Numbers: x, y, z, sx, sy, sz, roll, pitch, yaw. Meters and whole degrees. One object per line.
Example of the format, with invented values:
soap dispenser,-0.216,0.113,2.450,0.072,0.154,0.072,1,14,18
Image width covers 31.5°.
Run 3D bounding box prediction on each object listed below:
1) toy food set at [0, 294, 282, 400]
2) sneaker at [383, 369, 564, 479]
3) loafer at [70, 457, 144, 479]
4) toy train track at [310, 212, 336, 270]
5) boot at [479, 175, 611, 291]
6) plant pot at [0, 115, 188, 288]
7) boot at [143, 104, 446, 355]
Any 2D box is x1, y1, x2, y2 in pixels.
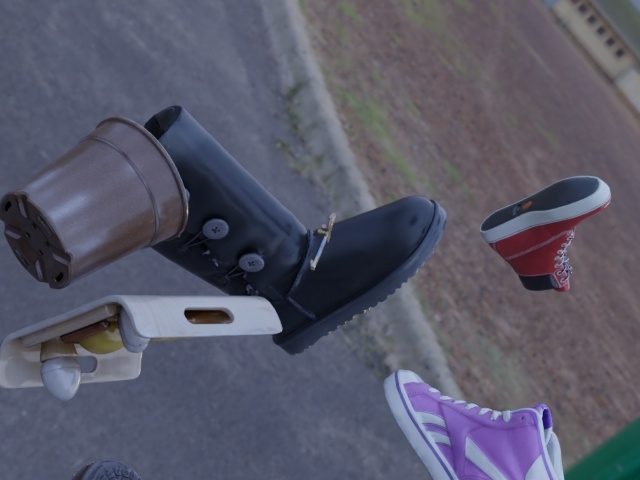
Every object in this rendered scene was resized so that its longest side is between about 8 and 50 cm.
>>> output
toy food set,-0.225,0.134,1.387,0.219,0.306,0.092,3,74,-46
sneaker,0.193,0.228,1.366,0.102,0.161,0.282,47,6,-43
loafer,-0.305,0.458,1.632,0.134,0.130,0.366,-49,139,-45
toy train track,0.000,0.000,1.434,0.014,0.083,0.048,17,-30,8
boot,0.412,-0.001,1.907,0.176,0.244,0.088,49,44,-17
plant pot,-0.270,-0.036,1.320,0.165,0.167,0.167,-36,86,-38
boot,-0.077,-0.057,1.747,0.445,0.367,0.146,43,18,-23
